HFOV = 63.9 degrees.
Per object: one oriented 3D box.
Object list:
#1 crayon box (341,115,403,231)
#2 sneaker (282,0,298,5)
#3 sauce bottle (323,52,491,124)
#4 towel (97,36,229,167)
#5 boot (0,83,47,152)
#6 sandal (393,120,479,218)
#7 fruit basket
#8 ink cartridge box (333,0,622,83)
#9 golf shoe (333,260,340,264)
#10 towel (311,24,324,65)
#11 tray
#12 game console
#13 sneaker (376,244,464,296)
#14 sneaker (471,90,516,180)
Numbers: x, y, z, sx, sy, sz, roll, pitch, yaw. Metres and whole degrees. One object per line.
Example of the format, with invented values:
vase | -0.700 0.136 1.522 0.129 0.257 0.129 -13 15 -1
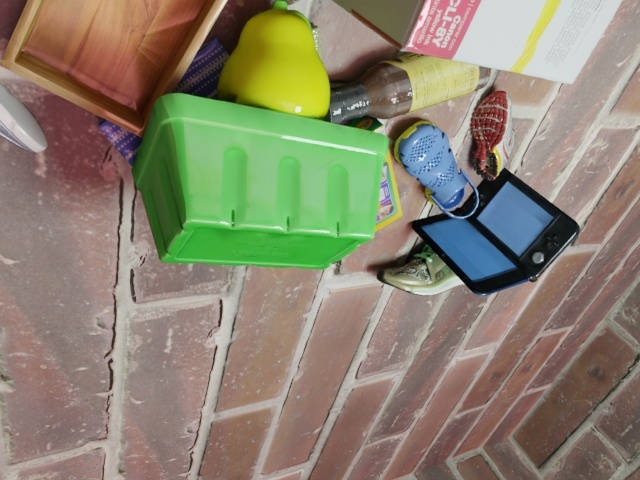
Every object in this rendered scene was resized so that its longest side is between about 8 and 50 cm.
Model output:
crayon box | 0.071 -0.123 1.109 0.165 0.081 0.278 -29 138 -6
sneaker | -0.017 -0.453 0.764 0.064 0.086 0.192 -28 174 -45
sauce bottle | 0.159 -0.298 0.984 0.344 0.111 0.111 -21 136 -17
towel | -0.181 -0.138 0.901 0.243 0.040 0.336 -37 125 -4
boot | -0.481 -0.183 0.712 0.086 0.069 0.190 -30 131 4
sandal | 0.282 -0.152 1.183 0.126 0.138 0.317 -42 136 11
fruit basket | -0.090 -0.159 0.813 0.392 0.392 0.283 -4 161 -31
ink cartridge box | 0.234 -0.395 0.816 0.385 0.279 0.160 -3 130 -31
golf shoe | 0.000 0.000 1.179 0.198 0.077 0.093 15 97 -59
towel | -0.063 -0.308 0.892 0.148 0.027 0.110 -22 136 -13
tray | -0.228 -0.360 0.676 0.203 0.076 0.411 26 112 -32
game console | 0.417 -0.035 1.259 0.173 0.293 0.250 15 118 -41
sneaker | 0.333 0.039 1.429 0.410 0.158 0.182 -8 101 -25
sneaker | 0.417 -0.257 1.228 0.093 0.088 0.225 -40 143 -26
